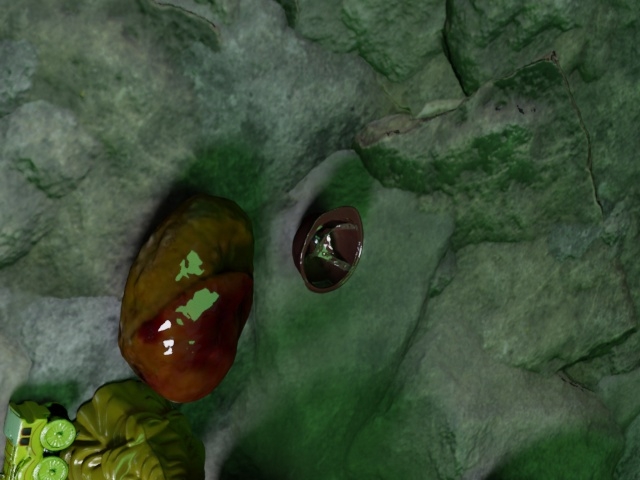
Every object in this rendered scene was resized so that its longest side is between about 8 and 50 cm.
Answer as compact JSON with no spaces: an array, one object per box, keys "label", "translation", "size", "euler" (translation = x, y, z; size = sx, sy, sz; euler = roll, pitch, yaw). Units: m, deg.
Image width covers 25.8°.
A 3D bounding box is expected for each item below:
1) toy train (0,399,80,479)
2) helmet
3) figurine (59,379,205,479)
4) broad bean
[{"label":"toy train","translation":[-0.318,0.291,1.503],"size":[0.085,0.053,0.250],"euler":[3,109,-30]},{"label":"helmet","translation":[0.000,0.000,1.622],"size":[0.089,0.057,0.111],"euler":[-10,121,-33]},{"label":"figurine","translation":[-0.135,0.296,1.471],"size":[0.168,0.315,0.187],"euler":[13,101,-42]},{"label":"broad bean","translation":[-0.135,0.063,1.499],"size":[0.156,0.122,0.228],"euler":[10,106,-39]}]
